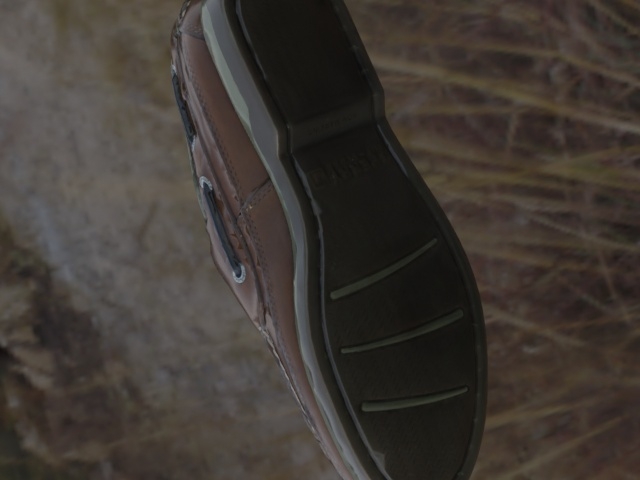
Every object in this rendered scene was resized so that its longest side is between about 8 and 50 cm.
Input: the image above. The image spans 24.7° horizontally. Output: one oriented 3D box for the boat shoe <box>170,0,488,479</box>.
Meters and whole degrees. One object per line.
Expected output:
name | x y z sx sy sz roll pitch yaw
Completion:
boat shoe | 0.000 0.000 0.796 0.104 0.111 0.307 -25 78 55
